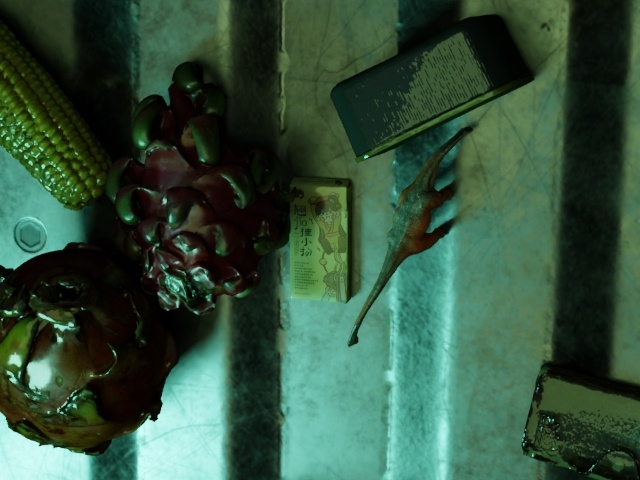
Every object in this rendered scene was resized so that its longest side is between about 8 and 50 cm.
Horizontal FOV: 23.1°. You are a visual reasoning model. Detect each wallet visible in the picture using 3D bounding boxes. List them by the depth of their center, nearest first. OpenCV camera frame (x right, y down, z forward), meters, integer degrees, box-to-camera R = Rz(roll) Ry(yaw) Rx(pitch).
[{"bbox_3d":[0.352,0.226,1.793,0.232,0.031,0.122,14,105,13],"label":"wallet"}]

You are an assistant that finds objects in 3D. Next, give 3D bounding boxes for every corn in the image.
[{"bbox_3d":[-0.368,-0.170,1.886,0.318,0.115,0.115,46,111,3],"label":"corn"}]

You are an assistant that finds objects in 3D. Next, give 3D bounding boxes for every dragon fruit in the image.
[{"bbox_3d":[-0.150,-0.056,1.798,0.218,0.198,0.273,-31,91,30],"label":"dragon fruit"},{"bbox_3d":[-0.297,0.124,1.856,0.250,0.315,0.250,-10,55,14],"label":"dragon fruit"}]

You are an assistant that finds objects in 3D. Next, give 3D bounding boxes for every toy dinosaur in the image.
[{"bbox_3d":[0.100,-0.006,1.782,0.055,0.101,0.279,22,97,23],"label":"toy dinosaur"}]

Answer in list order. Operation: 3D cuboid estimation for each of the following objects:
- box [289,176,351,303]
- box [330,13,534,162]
[{"bbox_3d":[0.000,0.000,1.856,0.073,0.020,0.149,3,103,17],"label":"box"},{"bbox_3d":[0.120,-0.170,1.715,0.201,0.144,0.090,-25,91,22],"label":"box"}]
